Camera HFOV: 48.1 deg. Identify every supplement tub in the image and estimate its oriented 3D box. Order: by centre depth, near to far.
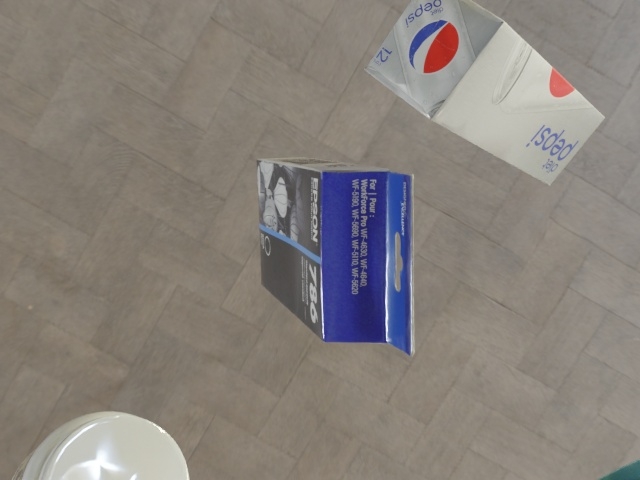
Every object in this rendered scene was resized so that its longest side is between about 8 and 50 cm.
[{"bbox_3d":[-0.344,0.393,1.098,0.235,0.325,0.235,12,63,-24],"label":"supplement tub"}]

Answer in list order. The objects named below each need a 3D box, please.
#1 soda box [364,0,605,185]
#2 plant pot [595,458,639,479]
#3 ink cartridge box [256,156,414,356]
[{"bbox_3d":[0.172,-0.140,0.691,0.091,0.286,0.098,47,110,32],"label":"soda box"},{"bbox_3d":[0.433,0.400,0.890,0.290,0.290,0.195,-29,75,3],"label":"plant pot"},{"bbox_3d":[0.000,0.000,0.747,0.065,0.333,0.165,-4,99,-19],"label":"ink cartridge box"}]
